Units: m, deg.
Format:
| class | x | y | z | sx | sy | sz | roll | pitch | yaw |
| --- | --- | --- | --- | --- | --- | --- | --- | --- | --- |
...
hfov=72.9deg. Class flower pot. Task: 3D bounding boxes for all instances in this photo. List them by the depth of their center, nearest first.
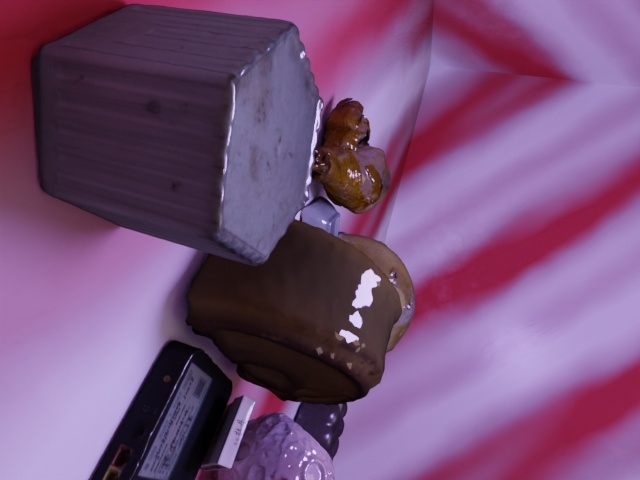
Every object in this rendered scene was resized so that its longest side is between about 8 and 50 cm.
| class | x | y | z | sx | sy | sz | roll | pitch | yaw |
| --- | --- | --- | --- | --- | --- | --- | --- | --- | --- |
| flower pot | -0.122 | -0.103 | 0.438 | 0.209 | 0.189 | 0.239 | 89 | 21 | -44 |

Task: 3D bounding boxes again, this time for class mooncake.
| class | x | y | z | sx | sy | sz | roll | pitch | yaw |
| --- | --- | --- | --- | --- | --- | --- | --- | --- | --- |
| mooncake | -0.064 | 0.137 | 0.783 | 0.394 | 0.393 | 0.246 | 38 | 57 | -28 |
| mooncake | -0.006 | 0.689 | 1.580 | 0.306 | 0.154 | 0.306 | 10 | 90 | -75 |

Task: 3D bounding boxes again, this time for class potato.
| class | x | y | z | sx | sy | sz | roll | pitch | yaw |
| --- | --- | --- | --- | --- | --- | --- | --- | --- | --- |
| potato | 0.167 | 0.212 | 1.511 | 0.385 | 0.319 | 0.442 | -58 | 158 | -48 |

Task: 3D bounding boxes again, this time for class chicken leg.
| class | x | y | z | sx | sy | sz | roll | pitch | yaw |
| --- | --- | --- | --- | --- | --- | --- | --- | --- | --- |
| chicken leg | 0.042 | -0.217 | 1.067 | 0.409 | 0.182 | 0.295 | -2 | 95 | -58 |

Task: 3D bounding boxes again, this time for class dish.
| class | x | y | z | sx | sy | sz | roll | pitch | yaw |
| --- | --- | --- | --- | --- | --- | --- | --- | --- | --- |
| dish | 0.000 | 0.000 | 1.168 | 0.151 | 0.077 | 0.212 | -47 | 147 | -62 |

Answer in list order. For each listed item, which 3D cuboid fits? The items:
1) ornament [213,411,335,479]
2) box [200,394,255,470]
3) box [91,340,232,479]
| class | x | y | z | sx | sy | sz | roll | pitch | yaw |
| --- | --- | --- | --- | --- | --- | --- | --- | --- | --- |
| ornament | -0.101 | 0.506 | 0.910 | 0.225 | 0.259 | 0.259 | -46 | 151 | -27 |
| box | -0.171 | 0.342 | 0.760 | 0.198 | 0.029 | 0.109 | -49 | -163 | 53 |
| box | -0.243 | 0.339 | 0.625 | 0.211 | 0.058 | 0.350 | 78 | 29 | -54 |
